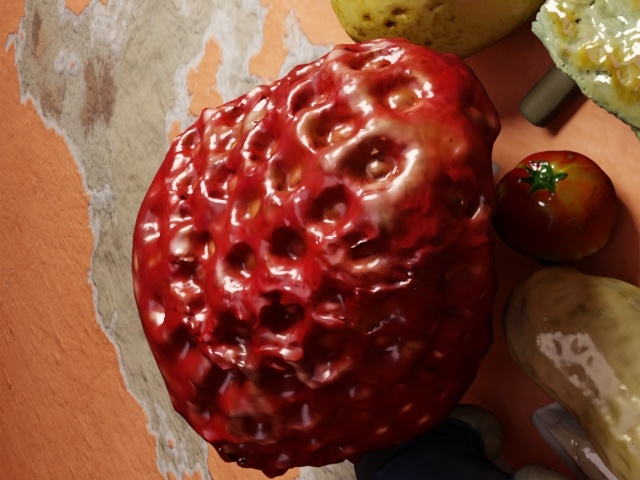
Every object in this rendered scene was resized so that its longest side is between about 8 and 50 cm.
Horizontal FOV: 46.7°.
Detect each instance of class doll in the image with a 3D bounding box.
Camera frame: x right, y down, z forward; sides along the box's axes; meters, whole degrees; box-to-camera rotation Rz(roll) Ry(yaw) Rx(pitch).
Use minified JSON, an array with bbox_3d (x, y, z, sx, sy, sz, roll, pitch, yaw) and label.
[{"bbox_3d":[0.118,0.278,0.580,0.228,0.154,0.258,-149,45,-70],"label":"doll"}]

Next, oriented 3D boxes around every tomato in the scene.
[{"bbox_3d":[0.170,-0.020,0.536,0.087,0.087,0.075,26,150,47],"label":"tomato"}]

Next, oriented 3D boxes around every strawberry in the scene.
[{"bbox_3d":[0.000,0.000,0.540,0.345,0.295,0.317,113,-179,-66],"label":"strawberry"}]

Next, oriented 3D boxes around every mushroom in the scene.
[{"bbox_3d":[0.224,0.195,0.506,0.209,0.071,0.084,58,177,36],"label":"mushroom"}]

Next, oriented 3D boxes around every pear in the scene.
[{"bbox_3d":[0.091,-0.217,0.558,0.178,0.178,0.178,8,101,51],"label":"pear"}]

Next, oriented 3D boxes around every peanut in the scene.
[{"bbox_3d":[0.212,0.100,0.476,0.229,0.098,0.103,49,116,33],"label":"peanut"}]

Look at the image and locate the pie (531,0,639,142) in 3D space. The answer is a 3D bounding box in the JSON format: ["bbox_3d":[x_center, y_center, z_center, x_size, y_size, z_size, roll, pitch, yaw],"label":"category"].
[{"bbox_3d":[0.255,-0.178,0.403,0.302,0.067,0.302,5,96,47],"label":"pie"}]

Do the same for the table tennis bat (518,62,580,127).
[{"bbox_3d":[0.220,-0.168,0.504,0.234,0.022,0.131,-51,58,39],"label":"table tennis bat"}]

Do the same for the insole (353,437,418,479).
[{"bbox_3d":[0.062,0.158,0.748,0.119,0.009,0.348,-18,81,49],"label":"insole"}]
